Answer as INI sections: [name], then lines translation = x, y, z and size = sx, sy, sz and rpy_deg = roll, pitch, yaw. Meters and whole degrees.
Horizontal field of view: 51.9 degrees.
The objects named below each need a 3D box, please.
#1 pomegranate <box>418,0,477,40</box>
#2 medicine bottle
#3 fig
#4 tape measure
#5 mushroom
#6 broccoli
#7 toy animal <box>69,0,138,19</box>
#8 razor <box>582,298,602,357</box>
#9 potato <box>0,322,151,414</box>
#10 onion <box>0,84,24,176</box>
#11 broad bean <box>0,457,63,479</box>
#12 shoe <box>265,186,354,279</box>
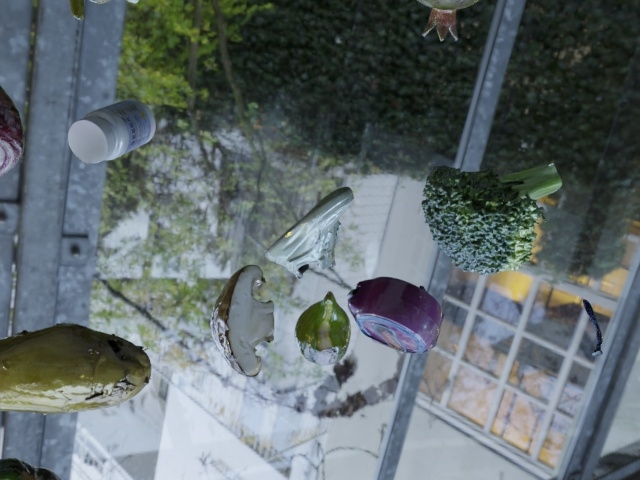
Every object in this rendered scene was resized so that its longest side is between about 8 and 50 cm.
[pomegranate]
translation = 0.373, -0.777, 1.923
size = 0.290, 0.323, 0.291
rpy_deg = 3, -124, -4
[medicine bottle]
translation = -0.427, -0.226, 1.356
size = 0.102, 0.103, 0.187
rpy_deg = 16, -155, 9
[fig]
translation = 0.019, 0.272, 2.194
size = 0.206, 0.275, 0.206
rpy_deg = 7, -148, -4
[tape measure]
translation = 0.194, 0.190, 1.717
size = 0.245, 0.149, 0.232
rpy_deg = 10, 150, 35
[mushroom]
translation = -0.217, 0.203, 1.700
size = 0.156, 0.286, 0.151
rpy_deg = 2, 179, -43
[broccoli]
translation = 0.377, -0.047, 1.474
size = 0.301, 0.249, 0.375
rpy_deg = -1, -177, -6
[toy animal]
translation = -0.691, -0.783, 1.980
size = 0.362, 0.181, 0.181
rpy_deg = 7, 154, -37
[razor]
translation = 0.719, 0.228, 1.729
size = 0.028, 0.155, 0.044
rpy_deg = -1, 156, -9
[potato]
translation = -0.431, 0.212, 1.077
size = 0.300, 0.173, 0.140
rpy_deg = -1, -121, -5
[onion]
translation = -0.856, -0.330, 1.724
size = 0.146, 0.280, 0.314
rpy_deg = -6, 160, -7
[broad bean]
translation = -0.593, 0.485, 1.325
size = 0.061, 0.339, 0.077
rpy_deg = -24, -126, 4
[shoe]
translation = 0.000, 0.000, 1.720
size = 0.159, 0.316, 0.124
rpy_deg = 50, -145, -6
